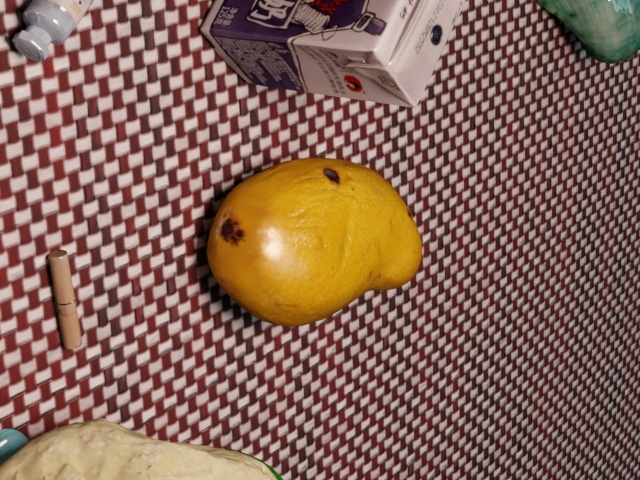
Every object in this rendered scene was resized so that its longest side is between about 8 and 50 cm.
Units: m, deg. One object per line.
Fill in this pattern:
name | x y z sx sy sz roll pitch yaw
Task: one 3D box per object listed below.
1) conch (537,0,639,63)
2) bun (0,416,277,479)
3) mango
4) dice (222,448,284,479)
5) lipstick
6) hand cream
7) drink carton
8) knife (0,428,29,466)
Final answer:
conch | 0.399 -0.339 1.861 0.202 0.134 0.196 -26 122 -45
bun | -0.159 0.336 1.184 0.349 0.227 0.352 -10 106 -22
mango | -0.006 0.000 1.451 0.295 0.120 0.177 -6 98 -54
dice | -0.095 0.301 1.414 0.120 0.128 0.131 -49 135 -34
lipstick | -0.234 0.054 1.247 0.019 0.019 0.094 -30 123 -45
hand cream | -0.207 -0.228 1.173 0.171 0.043 0.065 -60 154 -23
drink carton | 0.014 -0.219 1.316 0.102 0.222 0.134 48 63 -48
knife | -0.253 0.257 1.276 0.064 0.031 0.222 -47 131 -28
